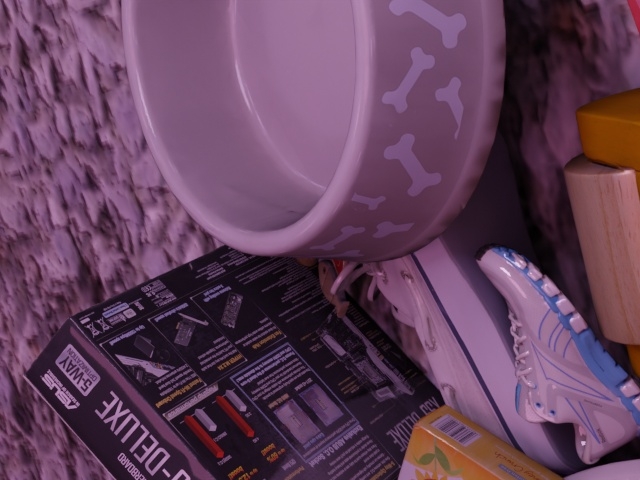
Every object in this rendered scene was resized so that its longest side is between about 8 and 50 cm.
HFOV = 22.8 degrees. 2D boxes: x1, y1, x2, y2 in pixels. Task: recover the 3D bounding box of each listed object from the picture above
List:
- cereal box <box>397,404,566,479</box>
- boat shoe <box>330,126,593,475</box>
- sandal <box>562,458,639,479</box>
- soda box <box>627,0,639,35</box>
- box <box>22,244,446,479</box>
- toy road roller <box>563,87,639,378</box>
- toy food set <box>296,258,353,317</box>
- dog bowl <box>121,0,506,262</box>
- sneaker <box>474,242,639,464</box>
[{"bbox_3d":[0.122,0.268,1.216,0.173,0.047,0.240,31,124,27],"label":"cereal box"},{"bbox_3d":[0.087,0.025,1.250,0.156,0.136,0.367,-14,109,40],"label":"boat shoe"},{"bbox_3d":[0.325,0.173,1.152,0.169,0.102,0.416,42,139,-23],"label":"sandal"},{"bbox_3d":[0.230,-0.256,1.059,0.092,0.083,0.263,-17,99,37],"label":"soda box"},{"bbox_3d":[-0.047,0.125,1.257,0.242,0.307,0.076,47,121,9],"label":"box"},{"bbox_3d":[0.335,-0.009,1.047,0.329,0.240,0.202,-158,51,-69],"label":"toy road roller"},{"bbox_3d":[0.000,0.000,1.312,0.122,0.019,0.078,-122,39,-52],"label":"toy food set"},{"bbox_3d":[-0.024,-0.146,1.126,0.349,0.102,0.349,20,116,50],"label":"dog bowl"},{"bbox_3d":[0.165,0.087,1.153,0.083,0.071,0.191,-39,100,3],"label":"sneaker"}]
